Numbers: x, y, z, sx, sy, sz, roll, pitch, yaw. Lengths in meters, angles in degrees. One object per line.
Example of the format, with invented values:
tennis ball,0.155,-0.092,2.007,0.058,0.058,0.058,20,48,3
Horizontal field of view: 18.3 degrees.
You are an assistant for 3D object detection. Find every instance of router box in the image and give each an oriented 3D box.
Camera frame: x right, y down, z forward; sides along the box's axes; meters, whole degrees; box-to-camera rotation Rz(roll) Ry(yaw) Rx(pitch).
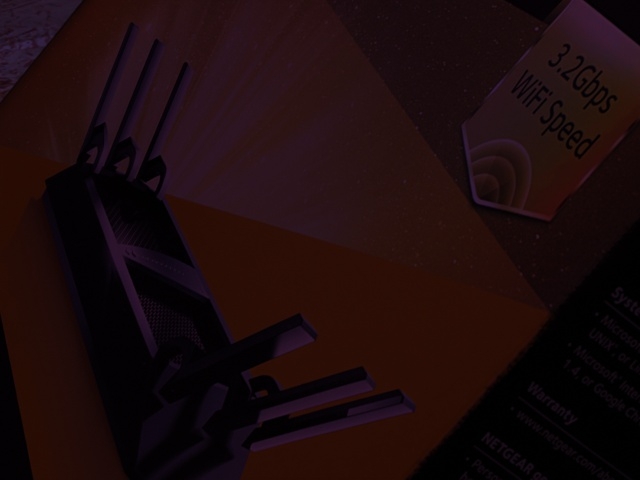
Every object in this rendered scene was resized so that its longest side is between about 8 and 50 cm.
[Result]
router box,0.000,0.000,0.504,0.243,0.081,0.309,-49,29,8
